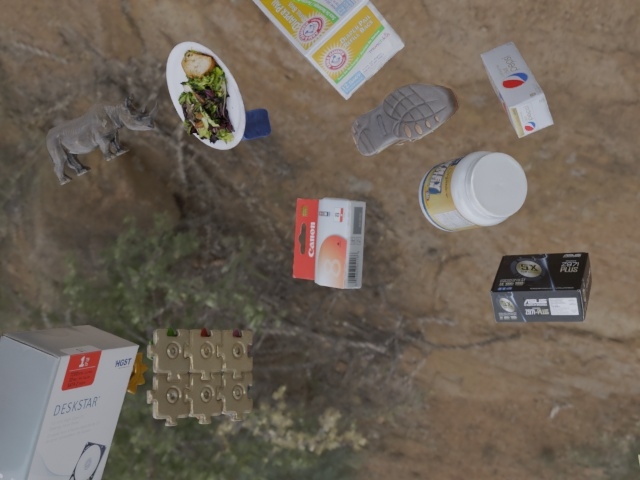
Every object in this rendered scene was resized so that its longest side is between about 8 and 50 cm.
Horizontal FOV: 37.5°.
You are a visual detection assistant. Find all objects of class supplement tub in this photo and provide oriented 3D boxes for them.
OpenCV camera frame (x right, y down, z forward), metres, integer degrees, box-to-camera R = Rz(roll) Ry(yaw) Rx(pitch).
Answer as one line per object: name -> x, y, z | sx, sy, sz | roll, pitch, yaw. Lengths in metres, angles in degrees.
supplement tub -> 0.295, -0.095, 1.835 | 0.144, 0.144, 0.200 | 38, 163, -14

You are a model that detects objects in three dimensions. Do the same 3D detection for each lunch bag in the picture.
lunch bag -> -0.166, -0.270, 2.199 | 0.065, 0.098, 0.067 | 0, 102, 50

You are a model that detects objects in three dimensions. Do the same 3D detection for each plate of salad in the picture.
plate of salad -> -0.207, -0.245, 1.635 | 0.200, 0.048, 0.200 | 28, 136, 31

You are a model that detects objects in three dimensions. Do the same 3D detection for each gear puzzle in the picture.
gear puzzle -> -0.255, 0.245, 1.707 | 0.044, 0.175, 0.339 | -8, 170, 41

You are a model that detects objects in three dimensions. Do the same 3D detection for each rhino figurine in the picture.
rhino figurine -> -0.412, -0.204, 1.785 | 0.243, 0.073, 0.106 | -26, 101, 11

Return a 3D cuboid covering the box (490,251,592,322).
box -> 0.450, 0.095, 1.918 | 0.180, 0.147, 0.077 | -2, 119, 25

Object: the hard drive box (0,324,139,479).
hard drive box -> -0.340, 0.232, 1.187 | 0.089, 0.232, 0.181 | 18, -174, 20

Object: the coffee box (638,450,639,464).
coffee box -> 0.325, 0.248, 0.752 | 0.113, 0.040, 0.184 | -7, 98, 31

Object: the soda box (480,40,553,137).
soda box -> 0.363, -0.284, 1.757 | 0.069, 0.216, 0.074 | -23, 127, 9

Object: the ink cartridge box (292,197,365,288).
ink cartridge box -> 0.000, 0.000, 1.583 | 0.045, 0.145, 0.179 | 1, -177, -42

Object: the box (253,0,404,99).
box -> 0.006, -0.303, 1.295 | 0.103, 0.114, 0.203 | 40, -171, -45

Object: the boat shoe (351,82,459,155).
boat shoe -> 0.201, -0.280, 2.119 | 0.324, 0.116, 0.123 | -13, 93, 55
